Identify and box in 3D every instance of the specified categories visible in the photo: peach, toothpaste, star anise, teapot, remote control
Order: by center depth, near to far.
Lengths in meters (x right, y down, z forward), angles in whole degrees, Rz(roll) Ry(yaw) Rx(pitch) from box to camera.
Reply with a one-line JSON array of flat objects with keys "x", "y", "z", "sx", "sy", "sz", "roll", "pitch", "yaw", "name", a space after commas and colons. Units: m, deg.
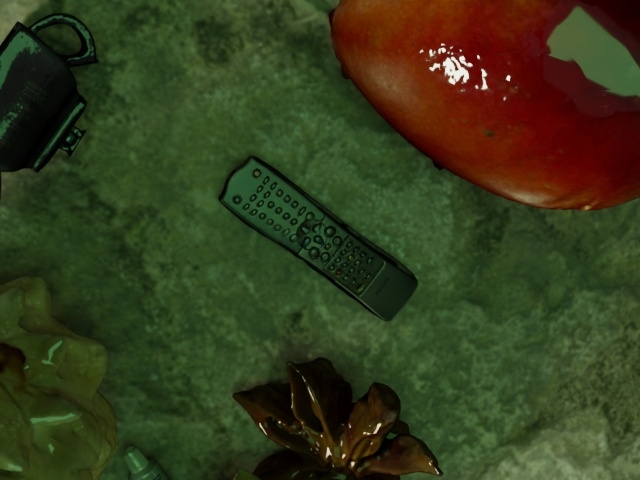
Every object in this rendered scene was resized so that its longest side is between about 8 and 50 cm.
[{"x": -0.244, "y": -0.106, "z": 0.872, "sx": 0.096, "sy": 0.087, "sz": 0.177, "roll": 34, "pitch": 91, "yaw": -22, "name": "teapot"}, {"x": 0.177, "y": -0.168, "z": 0.925, "sx": 0.338, "sy": 0.281, "sz": 0.281, "roll": 17, "pitch": 97, "yaw": 19, "name": "peach"}, {"x": 0.014, "y": 0.189, "z": 0.977, "sx": 0.196, "sy": 0.111, "sz": 0.212, "roll": -6, "pitch": 134, "yaw": 6, "name": "star anise"}, {"x": 0.000, "y": 0.000, "z": 0.980, "sx": 0.212, "sy": 0.028, "sz": 0.059, "roll": 37, "pitch": 94, "yaw": -17, "name": "remote control"}, {"x": -0.132, "y": 0.275, "z": 0.999, "sx": 0.048, "sy": 0.029, "sz": 0.197, "roll": -31, "pitch": 109, "yaw": -1, "name": "toothpaste"}]

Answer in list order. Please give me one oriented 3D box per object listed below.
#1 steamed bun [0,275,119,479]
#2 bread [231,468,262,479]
[{"x": -0.284, "y": 0.127, "z": 0.795, "sx": 0.295, "sy": 0.292, "sz": 0.137, "roll": 27, "pitch": 130, "yaw": -20, "name": "steamed bun"}, {"x": -0.097, "y": 0.320, "z": 0.976, "sx": 0.088, "sy": 0.049, "sz": 0.226, "roll": 31, "pitch": 111, "yaw": -8, "name": "bread"}]
